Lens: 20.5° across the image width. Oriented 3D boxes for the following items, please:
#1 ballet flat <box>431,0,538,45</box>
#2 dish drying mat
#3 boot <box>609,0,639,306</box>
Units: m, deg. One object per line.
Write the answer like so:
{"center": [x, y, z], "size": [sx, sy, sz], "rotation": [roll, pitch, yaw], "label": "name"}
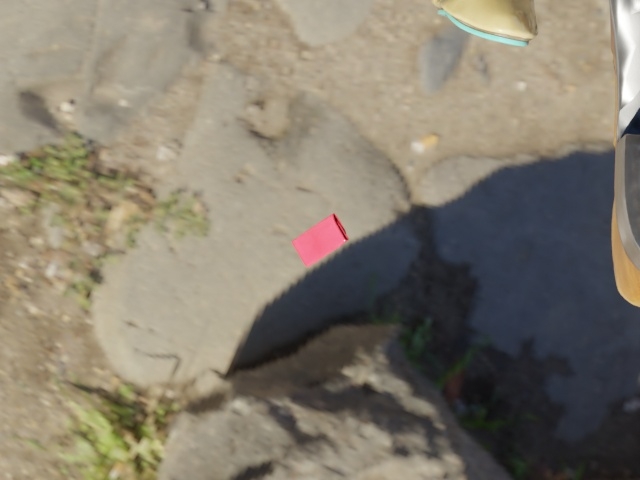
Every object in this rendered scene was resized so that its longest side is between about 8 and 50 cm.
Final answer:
{"center": [0.141, -0.220, 1.544], "size": [0.080, 0.232, 0.073], "rotation": [11, 102, -12], "label": "ballet flat"}
{"center": [0.000, 0.000, 1.764], "size": [0.008, 0.083, 0.032], "rotation": [-30, 88, -35], "label": "dish drying mat"}
{"center": [0.207, -0.097, 0.988], "size": [0.096, 0.280, 0.264], "rotation": [-3, 86, 8], "label": "boot"}
